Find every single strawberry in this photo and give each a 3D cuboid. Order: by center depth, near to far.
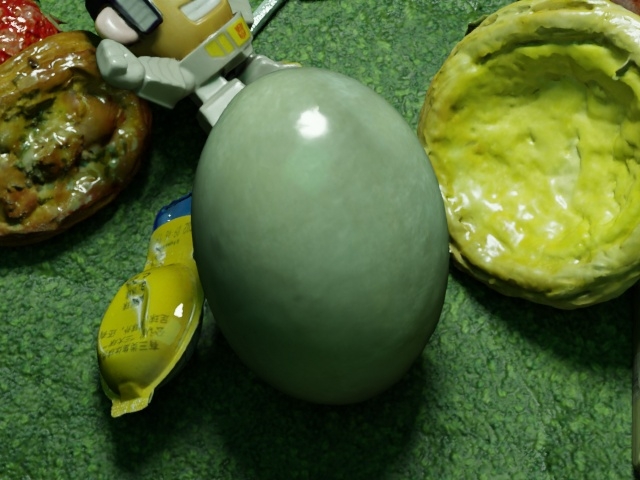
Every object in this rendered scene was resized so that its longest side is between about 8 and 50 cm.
[{"bbox_3d":[-0.364,-0.218,1.367,0.131,0.131,0.148,-4,75,1],"label":"strawberry"}]

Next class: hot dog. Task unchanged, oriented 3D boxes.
[{"bbox_3d":[-0.320,-0.112,1.313,0.272,0.122,0.196,-37,115,-15],"label":"hot dog"}]

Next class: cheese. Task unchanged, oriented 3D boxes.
[{"bbox_3d":[-0.176,0.062,1.255,0.177,0.069,0.270,-23,47,41],"label":"cheese"}]

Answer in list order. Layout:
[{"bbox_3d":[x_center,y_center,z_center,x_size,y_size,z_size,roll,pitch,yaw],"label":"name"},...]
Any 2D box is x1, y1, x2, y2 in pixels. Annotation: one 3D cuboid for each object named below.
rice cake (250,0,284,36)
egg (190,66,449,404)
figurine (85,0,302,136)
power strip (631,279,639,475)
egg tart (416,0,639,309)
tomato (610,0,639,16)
[{"bbox_3d":[-0.075,-0.271,1.427,0.021,0.022,0.121,36,75,11],"label":"rice cake"},{"bbox_3d":[0.000,0.000,1.164,0.258,0.352,0.258,-3,27,2],"label":"egg"},{"bbox_3d":[-0.153,-0.234,1.298,0.143,0.308,0.308,-40,69,23],"label":"figurine"},{"bbox_3d":[0.387,0.063,1.256,0.092,0.066,0.388,5,69,2],"label":"power strip"},{"bbox_3d":[0.258,-0.097,1.243,0.345,0.132,0.345,8,103,36],"label":"egg tart"},{"bbox_3d":[0.345,-0.283,1.313,0.188,0.232,0.232,-32,69,-35],"label":"tomato"}]
